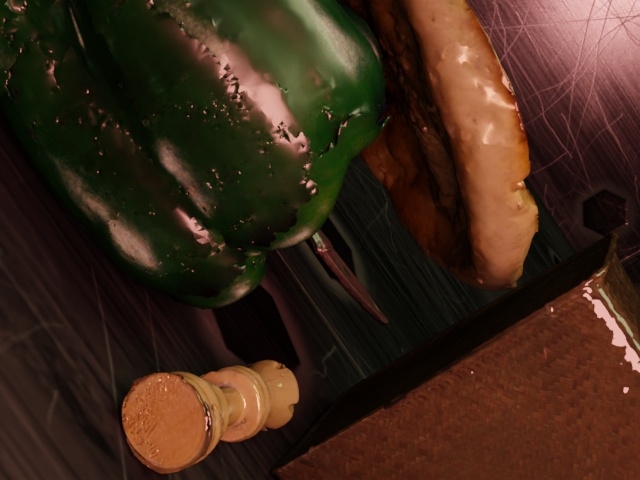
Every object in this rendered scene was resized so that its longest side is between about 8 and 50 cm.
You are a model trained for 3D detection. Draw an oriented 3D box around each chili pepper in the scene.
[{"bbox_3d":[-0.090,-0.107,0.681,0.256,0.233,0.248,47,4,-10],"label":"chili pepper"}]

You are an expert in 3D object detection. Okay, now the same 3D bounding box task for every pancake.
[{"bbox_3d":[0.068,-0.119,0.789,0.356,0.065,0.356,157,-90,-83],"label":"pancake"}]

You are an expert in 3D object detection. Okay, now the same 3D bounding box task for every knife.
[{"bbox_3d":[0.000,0.000,1.038,0.247,0.018,0.035,51,16,-21],"label":"knife"}]

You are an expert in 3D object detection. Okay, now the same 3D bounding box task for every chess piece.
[{"bbox_3d":[-0.059,0.105,0.660,0.060,0.060,0.172,61,16,11],"label":"chess piece"}]

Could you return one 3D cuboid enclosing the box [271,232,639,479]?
[{"bbox_3d":[0.128,0.132,0.738,0.143,0.273,0.184,57,19,1],"label":"box"}]
